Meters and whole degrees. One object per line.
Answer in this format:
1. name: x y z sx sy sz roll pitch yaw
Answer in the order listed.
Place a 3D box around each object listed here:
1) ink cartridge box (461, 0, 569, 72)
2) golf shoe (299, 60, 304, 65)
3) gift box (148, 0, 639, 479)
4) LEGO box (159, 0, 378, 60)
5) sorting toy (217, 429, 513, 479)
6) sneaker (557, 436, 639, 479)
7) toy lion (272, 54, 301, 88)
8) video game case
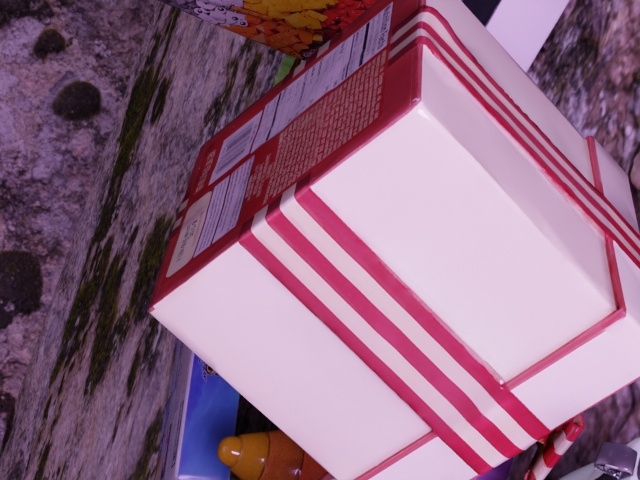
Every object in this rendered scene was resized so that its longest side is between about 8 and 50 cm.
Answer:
1. ink cartridge box: 0.193 -0.282 1.212 0.333 0.065 0.165 -60 21 25
2. golf shoe: 0.004 -0.264 1.654 0.198 0.094 0.077 -55 25 40
3. gift box: 0.055 0.017 0.934 0.276 0.258 0.255 -36 22 29
4. LEGO box: -0.016 -0.464 1.483 0.193 0.372 0.500 -35 40 58
5. sorting toy: 0.014 0.183 1.147 0.365 0.126 0.127 -23 50 66
6. sneaker: 0.160 0.220 0.753 0.151 0.094 0.256 124 159 -51
7. toy lion: -0.045 -0.184 1.739 0.096 0.034 0.100 11 -82 -83
8. video game case: -0.129 0.156 1.547 0.244 0.061 0.270 126 153 -67
